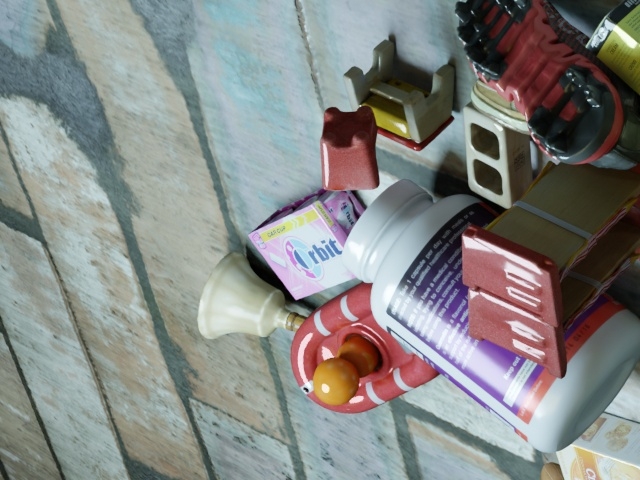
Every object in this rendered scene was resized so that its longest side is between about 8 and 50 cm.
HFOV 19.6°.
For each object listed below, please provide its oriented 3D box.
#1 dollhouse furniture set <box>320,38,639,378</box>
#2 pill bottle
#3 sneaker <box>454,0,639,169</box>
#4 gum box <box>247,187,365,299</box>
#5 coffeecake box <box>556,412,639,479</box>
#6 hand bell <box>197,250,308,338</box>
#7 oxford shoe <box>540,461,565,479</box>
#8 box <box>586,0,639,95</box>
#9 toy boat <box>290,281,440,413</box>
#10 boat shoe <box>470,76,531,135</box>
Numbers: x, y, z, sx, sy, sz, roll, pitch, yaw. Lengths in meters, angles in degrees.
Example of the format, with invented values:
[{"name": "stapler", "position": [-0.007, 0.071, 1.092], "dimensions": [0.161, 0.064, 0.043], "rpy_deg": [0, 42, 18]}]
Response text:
[{"name": "dollhouse furniture set", "position": [0.152, -0.041, 1.924], "dimensions": [0.374, 0.201, 0.152], "rpy_deg": [27, 143, 33]}, {"name": "pill bottle", "position": [0.184, 0.073, 2.031], "dimensions": [0.323, 0.181, 0.181], "rpy_deg": [38, 148, 19]}, {"name": "sneaker", "position": [0.227, -0.159, 1.765], "dimensions": [0.098, 0.135, 0.276], "rpy_deg": [-52, 44, 21]}, {"name": "gum box", "position": [0.000, 0.000, 2.311], "dimensions": [0.107, 0.062, 0.188], "rpy_deg": [54, 150, -8]}, {"name": "coffeecake box", "position": [0.374, 0.286, 2.134], "dimensions": [0.185, 0.068, 0.142], "rpy_deg": [14, 134, 45]}, {"name": "hand bell", "position": [-0.029, 0.113, 2.463], "dimensions": [0.242, 0.126, 0.126], "rpy_deg": [21, 141, 23]}, {"name": "oxford shoe", "position": [0.321, 0.356, 2.304], "dimensions": [0.076, 0.076, 0.212], "rpy_deg": [-119, 7, -54]}, {"name": "box", "position": [0.356, -0.134, 1.664], "dimensions": [0.232, 0.087, 0.058], "rpy_deg": [42, 151, 10]}, {"name": "toy boat", "position": [0.043, 0.151, 2.310], "dimensions": [0.151, 0.151, 0.231], "rpy_deg": [52, 140, -4]}, {"name": "boat shoe", "position": [0.238, -0.142, 1.844], "dimensions": [0.190, 0.068, 0.072], "rpy_deg": [20, 128, 25]}]
